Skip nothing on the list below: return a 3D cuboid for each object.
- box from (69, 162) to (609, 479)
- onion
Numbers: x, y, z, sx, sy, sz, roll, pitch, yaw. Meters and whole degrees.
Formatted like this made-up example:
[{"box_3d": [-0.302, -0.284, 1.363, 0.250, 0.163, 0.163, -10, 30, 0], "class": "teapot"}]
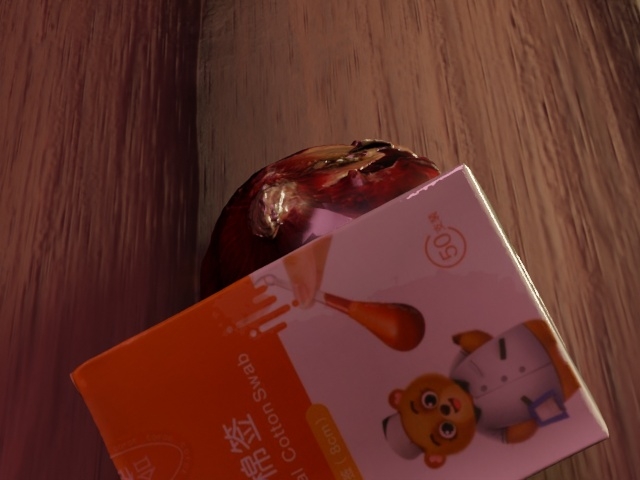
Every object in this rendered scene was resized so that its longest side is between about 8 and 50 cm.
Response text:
[{"box_3d": [0.013, 0.120, 0.896, 0.341, 0.143, 0.225, -28, 82, 9], "class": "box"}, {"box_3d": [0.000, 0.000, 1.067, 0.272, 0.195, 0.272, -14, 50, 17], "class": "onion"}]
